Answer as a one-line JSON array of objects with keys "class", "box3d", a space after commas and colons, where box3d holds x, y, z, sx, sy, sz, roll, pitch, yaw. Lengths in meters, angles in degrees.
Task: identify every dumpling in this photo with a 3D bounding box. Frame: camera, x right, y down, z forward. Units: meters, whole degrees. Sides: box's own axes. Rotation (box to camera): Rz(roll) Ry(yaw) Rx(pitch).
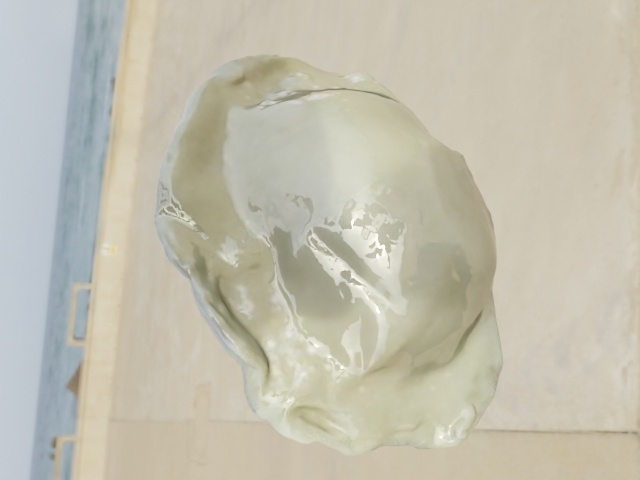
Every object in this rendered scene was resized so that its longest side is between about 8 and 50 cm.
[{"class": "dumpling", "box3d": [0.000, 0.000, 0.481, 0.147, 0.193, 0.258, -45, 58, 53]}]
